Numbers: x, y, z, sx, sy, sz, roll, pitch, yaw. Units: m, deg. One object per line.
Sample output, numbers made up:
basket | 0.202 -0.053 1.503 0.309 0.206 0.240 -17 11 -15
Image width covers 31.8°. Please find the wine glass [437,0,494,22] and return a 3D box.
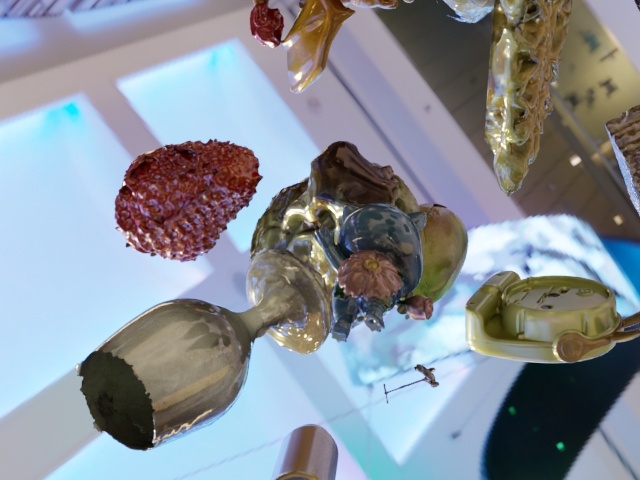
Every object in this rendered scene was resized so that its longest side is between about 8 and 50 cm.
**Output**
wine glass | 0.269 -0.477 1.939 0.143 0.143 0.321 60 178 9

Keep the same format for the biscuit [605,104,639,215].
biscuit | 0.482 -0.112 1.596 0.252 0.106 0.070 49 -163 -55

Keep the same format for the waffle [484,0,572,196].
waffle | 0.172 -0.168 0.948 0.204 0.054 0.223 -55 -30 -52

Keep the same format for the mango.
mango | 0.159 0.020 1.721 0.125 0.111 0.233 27 -142 10

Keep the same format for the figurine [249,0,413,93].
figurine | 0.040 -0.446 1.736 0.268 0.387 0.401 -4 -92 -27

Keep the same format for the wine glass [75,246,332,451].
wine glass | -0.105 0.102 1.067 0.241 0.126 0.126 -27 -98 -43

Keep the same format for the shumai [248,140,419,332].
shumai | 0.000 0.000 1.504 0.222 0.272 0.203 30 -172 15

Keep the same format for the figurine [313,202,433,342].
figurine | 0.060 0.048 1.243 0.178 0.114 0.144 -70 -34 -46

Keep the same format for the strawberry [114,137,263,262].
strawberry | -0.219 -0.065 1.664 0.106 0.286 0.188 0 -111 -48

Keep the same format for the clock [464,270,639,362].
clock | 0.309 0.096 1.424 0.170 0.232 0.069 -33 -57 -59

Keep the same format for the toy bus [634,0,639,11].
toy bus | 0.577 -0.443 1.876 0.060 0.123 0.075 44 -146 -45

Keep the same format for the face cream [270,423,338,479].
face cream | -0.025 0.380 1.863 0.105 0.105 0.349 52 -173 -3

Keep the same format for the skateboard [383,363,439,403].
skateboard | 0.121 0.203 1.617 0.064 0.083 0.032 36 -145 -52
